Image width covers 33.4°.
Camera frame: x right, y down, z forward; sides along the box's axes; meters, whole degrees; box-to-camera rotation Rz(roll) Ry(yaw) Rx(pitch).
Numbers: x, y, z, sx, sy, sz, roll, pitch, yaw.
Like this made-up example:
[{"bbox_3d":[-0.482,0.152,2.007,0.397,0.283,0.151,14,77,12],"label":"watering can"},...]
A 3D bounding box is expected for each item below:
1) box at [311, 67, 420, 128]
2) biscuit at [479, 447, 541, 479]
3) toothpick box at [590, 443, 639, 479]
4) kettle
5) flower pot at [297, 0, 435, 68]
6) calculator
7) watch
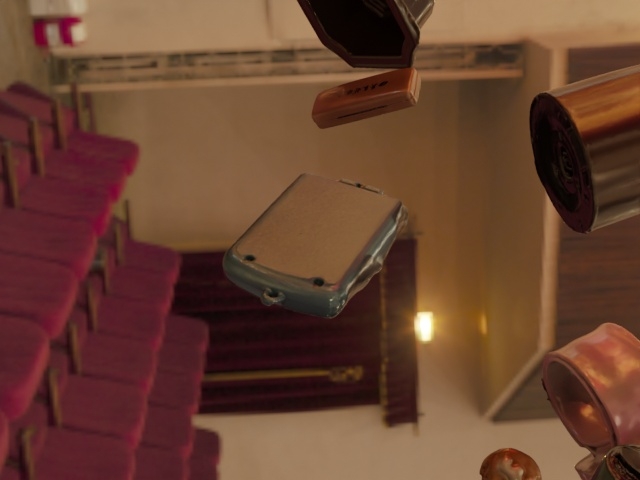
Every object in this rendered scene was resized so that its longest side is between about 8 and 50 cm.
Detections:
[{"bbox_3d":[0.047,-0.149,1.107,0.025,0.115,0.048,56,35,-40],"label":"box"},{"bbox_3d":[0.193,0.445,1.402,0.216,0.339,0.047,48,3,-12],"label":"biscuit"},{"bbox_3d":[0.341,0.323,1.191,0.120,0.120,0.184,-97,-164,-62],"label":"toothpick box"},{"bbox_3d":[0.340,-0.103,1.069,0.202,0.232,0.144,109,-36,-80],"label":"kettle"},{"bbox_3d":[0.036,-0.314,1.172,0.179,0.084,0.251,14,-37,54],"label":"flower pot"},{"bbox_3d":[0.000,0.000,1.343,0.293,0.173,0.051,-50,153,-50],"label":"calculator"},{"bbox_3d":[0.416,0.241,1.516,0.218,0.210,0.248,63,-10,1],"label":"watch"}]
